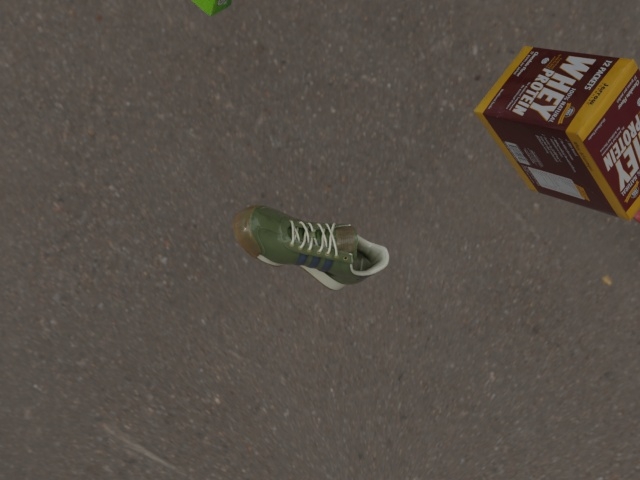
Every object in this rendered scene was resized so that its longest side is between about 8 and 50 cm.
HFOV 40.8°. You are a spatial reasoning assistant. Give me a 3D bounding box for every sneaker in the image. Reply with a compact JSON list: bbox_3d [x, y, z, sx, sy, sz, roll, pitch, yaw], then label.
[{"bbox_3d":[0.000,0.000,0.938,0.086,0.192,0.064,-18,60,34],"label":"sneaker"}]

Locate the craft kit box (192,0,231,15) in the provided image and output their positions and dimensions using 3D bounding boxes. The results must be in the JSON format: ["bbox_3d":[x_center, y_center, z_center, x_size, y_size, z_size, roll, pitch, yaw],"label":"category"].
[{"bbox_3d":[-0.210,-0.507,1.282,0.250,0.246,0.061,41,55,8],"label":"craft kit box"}]

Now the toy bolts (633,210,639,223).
[{"bbox_3d":[0.519,-0.160,1.411,0.218,0.158,0.228,32,95,26],"label":"toy bolts"}]

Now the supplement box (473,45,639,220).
[{"bbox_3d":[0.361,-0.154,1.210,0.129,0.191,0.194,-51,36,-9],"label":"supplement box"}]
